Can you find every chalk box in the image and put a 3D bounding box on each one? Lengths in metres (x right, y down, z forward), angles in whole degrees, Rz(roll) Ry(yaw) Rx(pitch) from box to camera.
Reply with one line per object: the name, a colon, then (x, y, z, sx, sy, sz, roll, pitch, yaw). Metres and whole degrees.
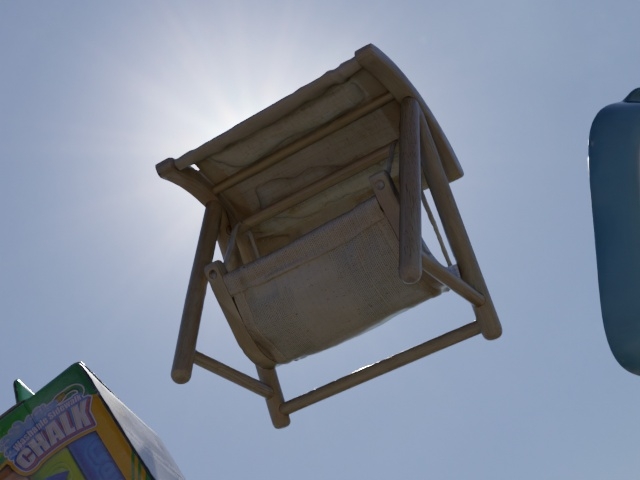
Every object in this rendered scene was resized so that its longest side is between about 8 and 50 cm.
chalk box: (-0.160, 0.183, 0.748, 0.132, 0.213, 0.132, -38, -39, -7)

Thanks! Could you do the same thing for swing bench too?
swing bench: (0.000, 0.000, 1.045, 0.253, 0.254, 0.165, -26, -37, 25)

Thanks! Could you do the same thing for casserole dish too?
casserole dish: (0.217, -0.004, 0.672, 0.114, 0.188, 0.037, 2, -10, -30)
